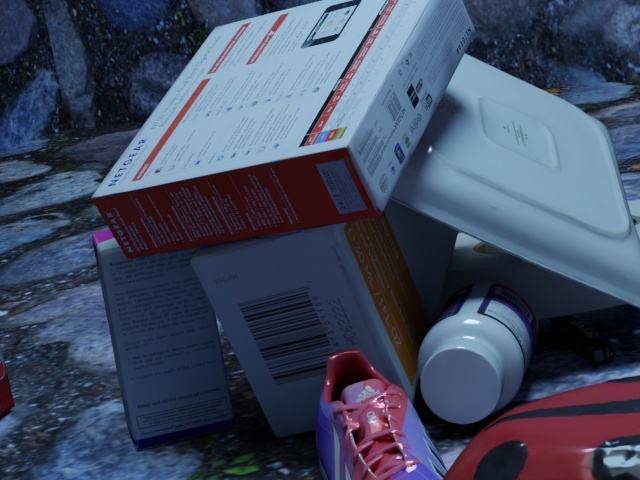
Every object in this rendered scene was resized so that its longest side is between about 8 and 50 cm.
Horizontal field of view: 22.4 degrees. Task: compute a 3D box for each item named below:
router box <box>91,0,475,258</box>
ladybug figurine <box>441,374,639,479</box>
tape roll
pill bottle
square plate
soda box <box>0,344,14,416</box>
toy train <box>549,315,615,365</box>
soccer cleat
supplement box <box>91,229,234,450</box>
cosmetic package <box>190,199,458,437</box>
[{"bbox_3d":[-0.031,-0.133,1.657,0.301,0.082,0.335,-9,33,31],"label":"router box"},{"bbox_3d":[0.267,0.186,1.115,0.449,0.162,0.305,-7,13,12],"label":"ladybug figurine"},{"bbox_3d":[0.296,0.022,1.980,0.392,0.072,0.392,-11,7,1],"label":"tape roll"},{"bbox_3d":[0.158,0.116,1.646,0.108,0.108,0.193,-6,13,16],"label":"pill bottle"},{"bbox_3d":[0.203,-0.099,1.765,0.344,0.049,0.347,23,32,-16],"label":"square plate"},{"bbox_3d":[-0.503,0.180,1.920,0.263,0.092,0.083,-7,12,17],"label":"soda box"},{"bbox_3d":[0.288,0.106,1.778,0.036,0.027,0.158,-10,12,-9],"label":"toy train"},{"bbox_3d":[0.052,0.185,1.396,0.108,0.116,0.318,-12,12,-7],"label":"soccer cleat"},{"bbox_3d":[-0.170,0.095,1.738,0.114,0.220,0.111,-12,13,-10],"label":"supplement box"},{"bbox_3d":[0.027,-0.014,1.784,0.161,0.230,0.453,-15,25,20],"label":"cosmetic package"}]
